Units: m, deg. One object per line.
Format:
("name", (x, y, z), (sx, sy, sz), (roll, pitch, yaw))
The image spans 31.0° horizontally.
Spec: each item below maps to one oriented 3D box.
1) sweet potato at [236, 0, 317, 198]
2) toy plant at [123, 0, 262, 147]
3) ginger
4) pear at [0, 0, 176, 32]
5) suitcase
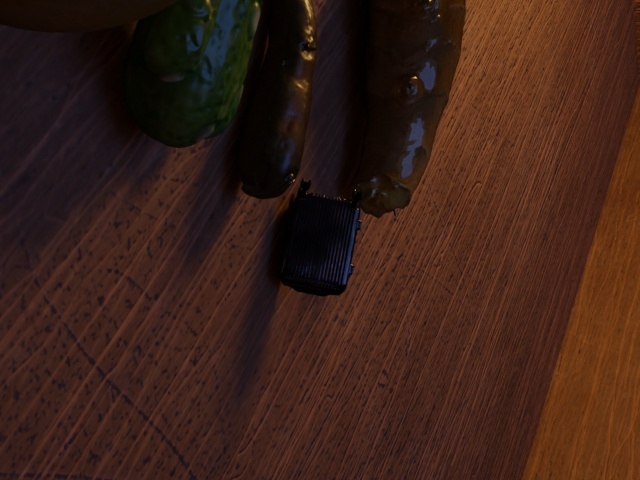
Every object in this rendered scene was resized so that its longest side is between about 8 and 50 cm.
("sweet potato", (-0.040, -0.171, 1.246), (0.075, 0.075, 0.273), (38, 57, -62))
("toy plant", (-0.089, -0.235, 1.017), (0.224, 0.185, 0.315), (-45, 148, -81))
("ginger", (0.099, -0.230, 1.543), (0.236, 0.166, 0.375), (-126, -124, -72))
("pear", (-0.165, -0.269, 0.680), (0.309, 0.309, 0.309), (5, 90, -66))
("suitcase", (0.000, 0.000, 1.342), (0.059, 0.086, 0.126), (108, -8, -77))
